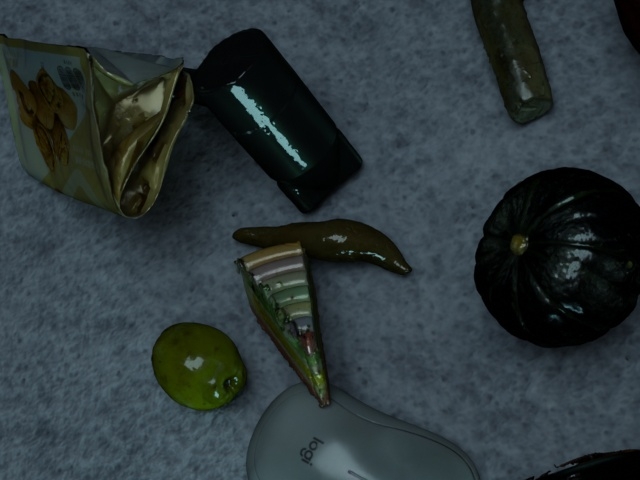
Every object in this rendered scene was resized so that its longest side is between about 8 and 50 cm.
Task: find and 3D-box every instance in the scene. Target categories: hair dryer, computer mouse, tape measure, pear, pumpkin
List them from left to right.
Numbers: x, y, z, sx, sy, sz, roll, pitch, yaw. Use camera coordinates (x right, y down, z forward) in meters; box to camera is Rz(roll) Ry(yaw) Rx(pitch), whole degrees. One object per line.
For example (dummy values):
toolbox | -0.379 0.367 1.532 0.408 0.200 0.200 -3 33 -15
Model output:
pear | -0.156 0.160 1.760 0.131 0.107 0.107 20 78 30
hair dryer | -0.104 -0.166 1.843 0.116 0.244 0.302 -49 36 -14
computer mouse | 0.046 0.280 1.665 0.297 0.121 0.184 30 80 21
pumpkin | 0.287 0.020 1.646 0.220 0.162 0.220 -25 58 47
tape measure | 0.286 0.312 1.553 0.223 0.202 0.135 -25 72 10

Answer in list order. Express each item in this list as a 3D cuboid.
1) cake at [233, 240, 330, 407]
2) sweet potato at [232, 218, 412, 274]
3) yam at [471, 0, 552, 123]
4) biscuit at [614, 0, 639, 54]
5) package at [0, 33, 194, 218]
cake | -0.022 0.093 1.704 0.090 0.109 0.225 -21 38 -14
sweet potato | -0.002 -0.001 1.790 0.249 0.069 0.059 7 69 16
yam | 0.237 -0.305 1.830 0.071 0.067 0.317 -7 68 -20
biscuit | 0.550 -0.349 1.667 0.407 0.091 0.407 -5 68 13
package | -0.278 -0.171 1.805 0.165 0.311 0.221 -19 109 -28
